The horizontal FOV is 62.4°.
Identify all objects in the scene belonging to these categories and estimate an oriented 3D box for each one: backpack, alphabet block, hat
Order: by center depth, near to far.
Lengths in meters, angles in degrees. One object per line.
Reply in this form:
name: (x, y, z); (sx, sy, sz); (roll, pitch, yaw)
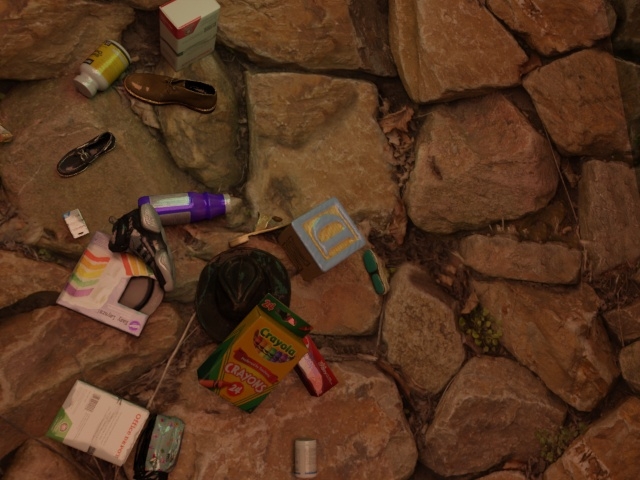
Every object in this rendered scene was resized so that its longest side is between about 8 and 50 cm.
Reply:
backpack: (-0.452, 0.585, 1.486); (0.115, 0.152, 0.181); (20, 58, -18)
hat: (-0.238, 0.147, 1.619); (0.332, 0.134, 0.331); (2, 64, -4)
alphabet block: (0.000, 0.000, 1.745); (0.192, 0.197, 0.193); (-31, 88, -23)

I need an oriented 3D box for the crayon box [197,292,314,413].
crayon box: (-0.183, 0.336, 1.561); (0.202, 0.081, 0.318); (40, 94, -25)

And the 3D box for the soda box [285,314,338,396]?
soda box: (-0.055, 0.366, 1.688); (0.083, 0.092, 0.263); (-32, 88, -22)

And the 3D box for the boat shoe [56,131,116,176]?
boat shoe: (-0.732, -0.275, 1.646); (0.206, 0.065, 0.075); (-40, 91, -23)

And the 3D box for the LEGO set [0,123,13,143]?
LEGO set: (-1.058, -0.367, 1.545); (0.287, 0.132, 0.107); (43, 84, -28)

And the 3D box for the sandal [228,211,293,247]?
sandal: (-0.201, -0.054, 1.752); (0.240, 0.088, 0.079); (-23, 90, -17)

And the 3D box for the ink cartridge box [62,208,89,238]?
ink cartridge box: (-0.741, -0.048, 1.604); (0.048, 0.028, 0.083); (-26, 85, -22)

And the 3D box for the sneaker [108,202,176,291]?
sneaker: (-0.526, 0.035, 1.552); (0.153, 0.101, 0.268); (-16, 96, -4)

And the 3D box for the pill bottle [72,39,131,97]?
pill bottle: (-0.707, -0.551, 1.704); (0.103, 0.103, 0.184); (35, 68, -7)

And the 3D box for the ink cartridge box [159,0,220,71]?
ink cartridge box: (-0.438, -0.700, 1.760); (0.172, 0.237, 0.100); (-39, 88, -22)

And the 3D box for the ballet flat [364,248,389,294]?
ballet flat: (0.199, 0.110, 1.868); (0.052, 0.057, 0.168); (-12, 83, -49)

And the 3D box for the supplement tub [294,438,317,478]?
supplement tub: (-0.045, 0.669, 1.626); (0.071, 0.071, 0.107); (4, 75, -17)

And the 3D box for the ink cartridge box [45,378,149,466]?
ink cartridge box: (-0.612, 0.505, 1.469); (0.220, 0.092, 0.160); (28, 70, -10)

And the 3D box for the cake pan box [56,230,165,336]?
cake pan box: (-0.603, 0.134, 1.583); (0.267, 0.070, 0.245); (27, 72, -10)

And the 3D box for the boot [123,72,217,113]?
boot: (-0.495, -0.513, 1.760); (0.306, 0.115, 0.112); (9, 76, -15)

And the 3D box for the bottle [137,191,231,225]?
bottle: (-0.427, -0.102, 1.672); (0.283, 0.118, 0.092); (-8, 75, -19)
